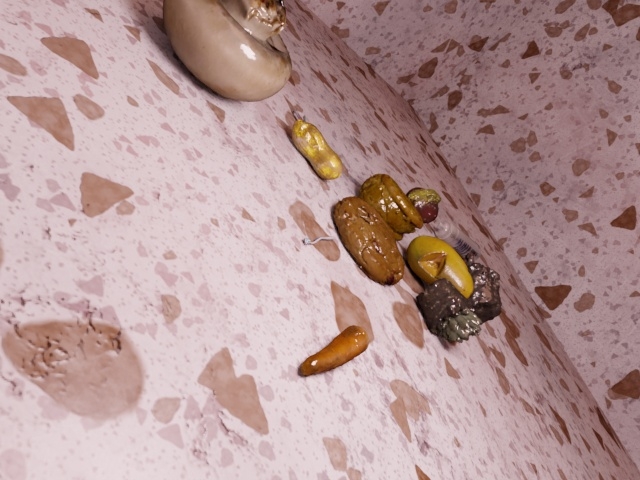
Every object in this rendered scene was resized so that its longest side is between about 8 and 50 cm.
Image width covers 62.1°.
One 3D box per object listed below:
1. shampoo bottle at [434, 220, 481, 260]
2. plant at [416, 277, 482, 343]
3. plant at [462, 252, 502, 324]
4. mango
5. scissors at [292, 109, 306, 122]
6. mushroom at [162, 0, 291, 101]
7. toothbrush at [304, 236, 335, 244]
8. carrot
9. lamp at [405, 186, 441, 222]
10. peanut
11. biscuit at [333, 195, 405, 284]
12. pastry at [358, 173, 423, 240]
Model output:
[{"bbox_3d":[0.579,-0.006,2.284,0.303,0.092,0.092,32,31,-38],"label":"shampoo bottle"},{"bbox_3d":[0.375,0.214,1.555,0.129,0.132,0.194,6,46,-55],"label":"plant"},{"bbox_3d":[0.506,0.164,1.800,0.178,0.204,0.234,39,33,-34],"label":"plant"},{"bbox_3d":[0.385,0.088,1.701,0.262,0.130,0.167,43,31,26],"label":"mango"},{"bbox_3d":[-0.044,-0.349,1.716,0.133,0.020,0.187,19,41,-45],"label":"scissors"},{"bbox_3d":[-0.206,-0.532,1.332,0.362,0.294,0.362,42,27,-27],"label":"mushroom"},{"bbox_3d":[0.000,0.000,1.314,0.162,0.014,0.017,-3,78,-63],"label":"toothbrush"},{"bbox_3d":[0.023,0.215,1.011,0.061,0.061,0.209,57,29,11],"label":"carrot"},{"bbox_3d":[0.415,-0.148,2.125,0.156,0.135,0.157,49,22,-9],"label":"lamp"},{"bbox_3d":[-0.012,-0.268,1.581,0.207,0.087,0.087,52,23,-5],"label":"peanut"},{"bbox_3d":[0.148,-0.007,1.517,0.296,0.075,0.296,40,27,-25],"label":"biscuit"},{"bbox_3d":[0.224,-0.114,1.764,0.240,0.132,0.235,45,15,-34],"label":"pastry"}]
